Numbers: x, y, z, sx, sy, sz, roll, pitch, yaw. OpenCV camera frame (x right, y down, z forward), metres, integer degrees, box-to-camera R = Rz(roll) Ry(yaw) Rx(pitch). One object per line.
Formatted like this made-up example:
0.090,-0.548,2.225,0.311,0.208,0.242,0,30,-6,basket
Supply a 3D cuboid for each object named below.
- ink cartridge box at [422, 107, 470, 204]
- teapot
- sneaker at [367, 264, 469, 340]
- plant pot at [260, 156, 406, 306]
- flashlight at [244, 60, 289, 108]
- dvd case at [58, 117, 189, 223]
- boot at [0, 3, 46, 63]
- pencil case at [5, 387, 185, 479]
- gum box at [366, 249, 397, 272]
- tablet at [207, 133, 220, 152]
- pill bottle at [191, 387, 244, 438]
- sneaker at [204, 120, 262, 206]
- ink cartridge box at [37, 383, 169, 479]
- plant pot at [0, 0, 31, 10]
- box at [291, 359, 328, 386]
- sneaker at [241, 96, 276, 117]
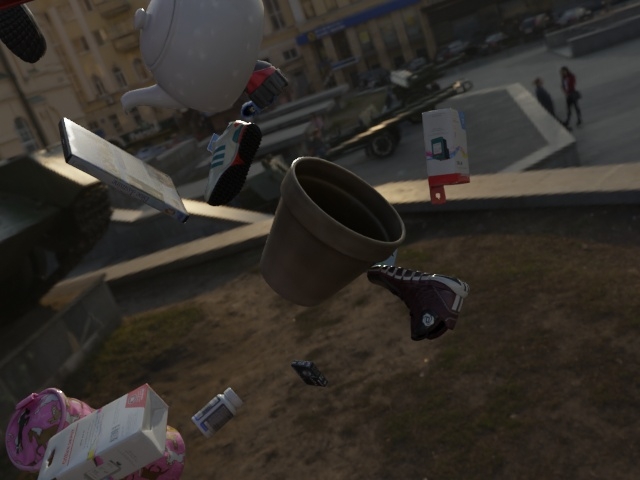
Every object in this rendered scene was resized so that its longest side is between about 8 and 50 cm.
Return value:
0.322,-0.210,1.669,0.078,0.230,0.134,-5,3,27,ink cartridge box
-0.222,-0.354,1.122,0.187,0.255,0.253,13,-19,-31,teapot
0.212,0.154,1.588,0.281,0.162,0.106,8,-9,44,sneaker
0.000,0.000,1.615,0.280,0.323,0.323,-54,0,27,plant pot
-0.209,-0.454,1.556,0.103,0.304,0.103,-36,16,24,flashlight
-0.377,-0.134,1.262,0.022,0.253,0.180,-52,38,11,dvd case
-0.799,-0.654,1.765,0.118,0.338,0.222,-21,18,22,boot
-0.454,0.427,1.371,0.167,0.386,0.160,10,70,34,pencil case
0.178,0.016,2.039,0.041,0.157,0.184,0,70,44,gum box
-0.329,-0.304,2.107,0.006,0.054,0.083,-44,24,41,tablet
-0.290,0.487,1.867,0.137,0.078,0.078,-40,22,-16,pill bottle
-0.166,-0.137,1.154,0.075,0.057,0.161,24,87,40,sneaker
-0.346,0.329,1.054,0.198,0.067,0.115,-29,28,7,ink cartridge box
-0.587,-0.497,0.963,0.267,0.267,0.235,-22,54,-8,plant pot
-0.028,0.339,1.679,0.067,0.083,0.018,-3,43,41,box
-0.205,-0.449,2.177,0.144,0.053,0.059,-29,21,28,sneaker
